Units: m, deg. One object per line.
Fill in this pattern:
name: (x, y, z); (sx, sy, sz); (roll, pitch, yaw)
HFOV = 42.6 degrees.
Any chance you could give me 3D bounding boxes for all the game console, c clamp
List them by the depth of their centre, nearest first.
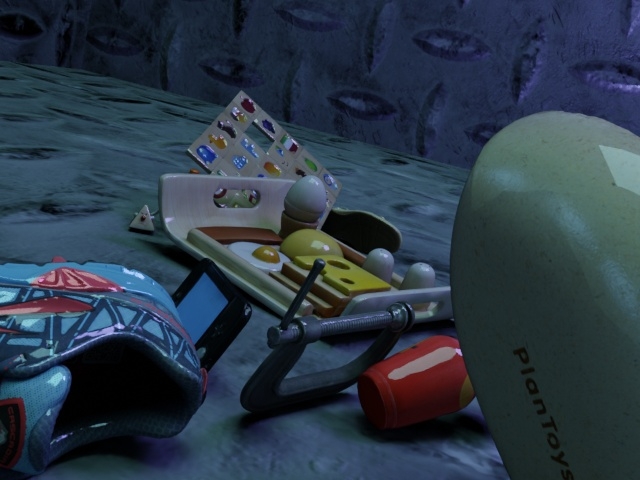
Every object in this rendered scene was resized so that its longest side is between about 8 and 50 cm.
c clamp: (0.012, 0.070, 0.554); (0.160, 0.137, 0.022); (5, 39, -53)
game console: (-0.121, 0.056, 0.603); (0.071, 0.107, 0.122); (39, 0, -28)

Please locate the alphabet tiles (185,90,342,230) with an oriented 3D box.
alphabet tiles: (-0.071, -0.082, 1.072); (0.198, 0.009, 0.237); (43, 34, -11)

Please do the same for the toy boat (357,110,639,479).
toy boat: (0.144, 0.067, 0.486); (0.148, 0.267, 0.318); (-15, -5, -23)

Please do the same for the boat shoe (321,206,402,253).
boat shoe: (0.052, -0.018, 1.146); (0.153, 0.056, 0.048); (12, 14, 34)

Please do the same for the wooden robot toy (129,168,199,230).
wooden robot toy: (-0.148, -0.046, 1.000); (0.173, 0.079, 0.076); (4, 15, -35)

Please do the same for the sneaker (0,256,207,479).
sneaker: (-0.177, 0.064, 0.423); (0.262, 0.104, 0.125); (-1, 25, -34)

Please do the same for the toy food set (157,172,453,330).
toy food set: (0.000, 0.000, 0.876); (0.306, 0.092, 0.220); (29, 20, 38)
